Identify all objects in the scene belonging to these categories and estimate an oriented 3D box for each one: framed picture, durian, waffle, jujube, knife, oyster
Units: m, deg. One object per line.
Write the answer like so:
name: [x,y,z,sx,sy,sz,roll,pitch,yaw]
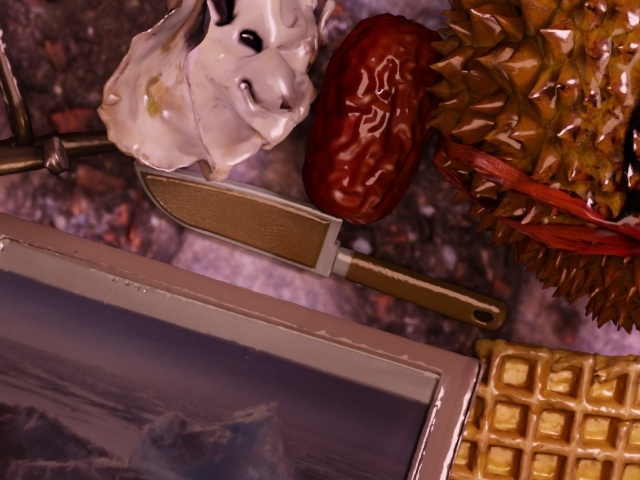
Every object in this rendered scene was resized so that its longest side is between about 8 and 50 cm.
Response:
framed picture: [-0.123,0.183,1.500,0.446,0.028,0.326,16,70,6]
durian: [0.254,-0.118,1.416,0.348,0.347,0.384,-6,88,1]
waffle: [0.185,0.164,1.568,0.211,0.055,0.160,10,94,1]
jujube: [0.043,-0.101,1.523,0.109,0.112,0.176,28,100,38]
knife: [0.000,-0.001,1.571,0.343,0.027,0.061,19,119,1]
oyster: [-0.093,-0.216,1.481,0.115,0.238,0.351,-16,74,27]

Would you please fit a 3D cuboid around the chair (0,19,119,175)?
chair: [-0.401,-0.176,1.418,0.410,0.364,0.361,-16,93,7]
